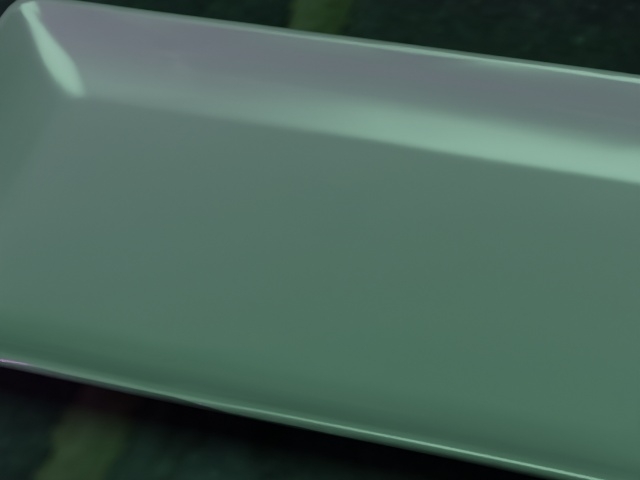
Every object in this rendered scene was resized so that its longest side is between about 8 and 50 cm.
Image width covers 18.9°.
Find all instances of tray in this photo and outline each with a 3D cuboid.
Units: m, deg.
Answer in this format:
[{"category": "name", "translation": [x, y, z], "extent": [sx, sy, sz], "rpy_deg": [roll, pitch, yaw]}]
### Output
[{"category": "tray", "translation": [0.000, 0.000, 0.566], "extent": [0.270, 0.030, 0.145], "rpy_deg": [10, 51, 20]}]
